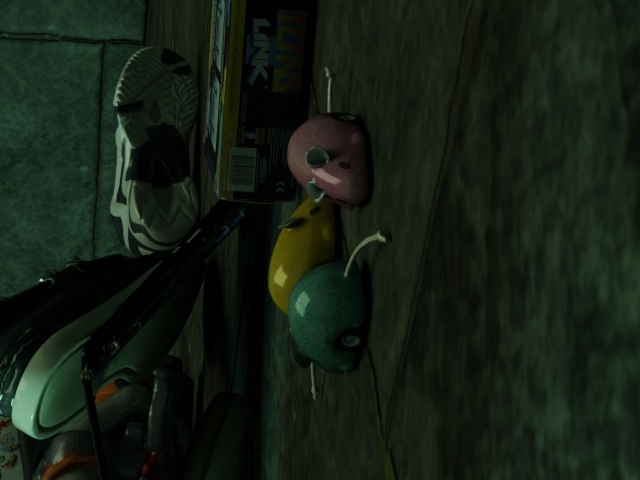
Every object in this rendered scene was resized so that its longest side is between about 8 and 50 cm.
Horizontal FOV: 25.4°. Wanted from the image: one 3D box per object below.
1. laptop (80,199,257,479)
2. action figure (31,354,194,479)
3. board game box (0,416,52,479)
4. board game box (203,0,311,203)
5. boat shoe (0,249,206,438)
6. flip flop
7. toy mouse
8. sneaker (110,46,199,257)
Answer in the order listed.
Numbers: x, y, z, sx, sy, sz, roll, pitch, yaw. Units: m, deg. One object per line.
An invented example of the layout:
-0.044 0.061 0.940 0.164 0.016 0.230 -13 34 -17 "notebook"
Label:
-0.091 0.099 0.971 0.264 0.136 0.234 -47 7 -8 "laptop"
-0.214 0.263 1.412 0.330 0.178 0.341 -93 8 -84 "action figure"
-0.288 0.290 1.475 0.193 0.053 0.305 66 176 -29 "board game box"
-0.038 -0.121 0.835 0.141 0.048 0.170 -112 26 -72 "board game box"
-0.203 0.066 1.205 0.340 0.113 0.127 -41 -28 -65 "boat shoe"
-0.081 0.239 0.938 0.112 0.080 0.277 163 124 -79 "flip flop"
0.000 0.000 0.629 0.143 0.031 0.161 -170 83 -80 "toy mouse"
-0.184 -0.079 1.526 0.153 0.094 0.235 125 137 -57 "sneaker"
